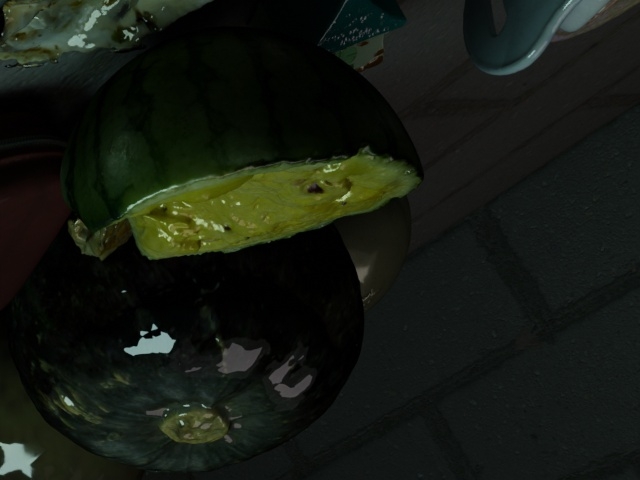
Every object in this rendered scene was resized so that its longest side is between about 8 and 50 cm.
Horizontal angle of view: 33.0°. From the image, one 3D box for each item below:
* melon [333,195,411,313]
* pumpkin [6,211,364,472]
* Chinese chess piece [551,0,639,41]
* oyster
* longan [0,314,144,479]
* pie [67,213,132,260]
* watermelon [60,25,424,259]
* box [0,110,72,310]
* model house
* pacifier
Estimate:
[{"bbox_3d":[0.000,0.000,1.648,0.330,0.268,0.268,-45,162,29],"label":"melon"},{"bbox_3d":[-0.166,0.096,1.382,0.454,0.344,0.454,-8,140,-6],"label":"pumpkin"},{"bbox_3d":[0.341,-0.355,1.291,0.270,0.112,0.270,-27,168,-6],"label":"Chinese chess piece"},{"bbox_3d":[-0.173,-0.199,0.820,0.294,0.094,0.166,-15,-177,36],"label":"oyster"},{"bbox_3d":[-0.440,0.300,1.619,0.391,0.391,0.391,-27,169,-6],"label":"longan"},{"bbox_3d":[-0.167,-0.095,1.169,0.282,0.068,0.128,-49,-179,-31],"label":"pie"},{"bbox_3d":[-0.078,-0.097,0.968,0.330,0.190,0.331,-16,176,-1],"label":"watermelon"},{"bbox_3d":[-0.398,0.008,1.104,0.263,0.108,0.404,-22,167,-40],"label":"box"},{"bbox_3d":[0.006,-0.227,1.075,0.127,0.101,0.149,-25,167,-18],"label":"model house"},{"bbox_3d":[0.189,-0.310,1.013,0.233,0.244,0.299,16,140,-29],"label":"pacifier"}]
